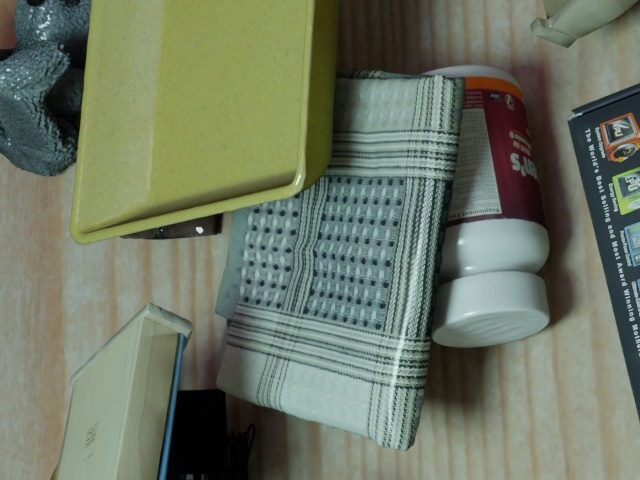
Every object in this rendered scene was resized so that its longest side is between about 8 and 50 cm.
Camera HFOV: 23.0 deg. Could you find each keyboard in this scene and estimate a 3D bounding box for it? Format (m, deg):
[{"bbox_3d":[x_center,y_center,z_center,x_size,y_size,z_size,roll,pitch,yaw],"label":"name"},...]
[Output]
[{"bbox_3d":[-0.110,0.235,1.468,0.100,0.038,0.192,-1,80,-8],"label":"keyboard"}]

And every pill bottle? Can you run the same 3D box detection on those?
[{"bbox_3d":[0.129,-0.028,1.342,0.121,0.121,0.221,-20,66,30],"label":"pill bottle"}]

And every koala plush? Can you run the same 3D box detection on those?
[{"bbox_3d":[-0.291,-0.204,1.680,0.196,0.203,0.221,16,65,28],"label":"koala plush"}]

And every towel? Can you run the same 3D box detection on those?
[{"bbox_3d":[0.000,0.000,1.374,0.324,0.056,0.312,12,95,59],"label":"towel"}]

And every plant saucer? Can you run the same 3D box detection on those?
[{"bbox_3d":[-0.090,-0.169,1.426,0.333,0.081,0.332,-11,72,47],"label":"plant saucer"}]

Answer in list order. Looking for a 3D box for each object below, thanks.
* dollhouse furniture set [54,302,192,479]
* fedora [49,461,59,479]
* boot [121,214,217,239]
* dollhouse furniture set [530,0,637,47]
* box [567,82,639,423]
[{"bbox_3d":[-0.093,0.247,1.379,0.286,0.303,0.198,-41,31,39],"label":"dollhouse furniture set"},{"bbox_3d":[-0.195,0.205,1.506,0.079,0.194,0.194,28,94,3],"label":"fedora"},{"bbox_3d":[-0.106,-0.108,1.573,0.248,0.090,0.207,-7,85,32],"label":"boot"},{"bbox_3d":[0.296,-0.235,1.302,0.355,0.174,0.303,-43,40,43],"label":"dollhouse furniture set"},{"bbox_3d":[0.378,0.035,1.163,0.318,0.097,0.395,-19,66,26],"label":"box"}]
